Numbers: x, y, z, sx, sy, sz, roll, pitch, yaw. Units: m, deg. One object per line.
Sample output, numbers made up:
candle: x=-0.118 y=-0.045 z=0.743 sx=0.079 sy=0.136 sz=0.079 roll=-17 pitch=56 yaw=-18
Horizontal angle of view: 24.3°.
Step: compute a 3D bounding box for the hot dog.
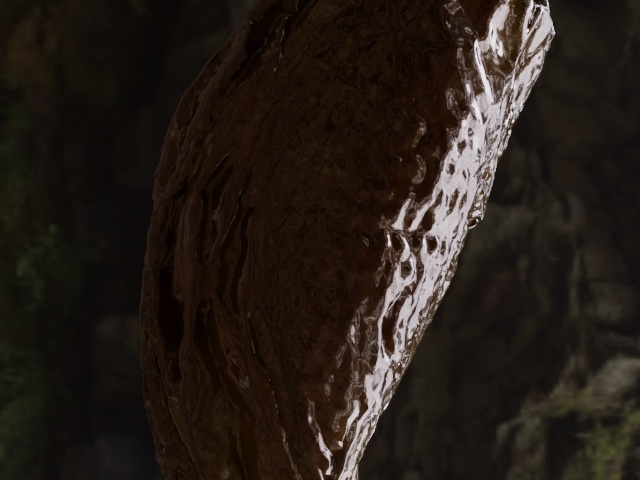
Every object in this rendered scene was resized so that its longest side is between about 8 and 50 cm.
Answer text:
hot dog: x=0.000 y=0.000 z=0.609 sx=0.196 sy=0.122 sz=0.272 roll=83 pitch=30 yaw=-69
